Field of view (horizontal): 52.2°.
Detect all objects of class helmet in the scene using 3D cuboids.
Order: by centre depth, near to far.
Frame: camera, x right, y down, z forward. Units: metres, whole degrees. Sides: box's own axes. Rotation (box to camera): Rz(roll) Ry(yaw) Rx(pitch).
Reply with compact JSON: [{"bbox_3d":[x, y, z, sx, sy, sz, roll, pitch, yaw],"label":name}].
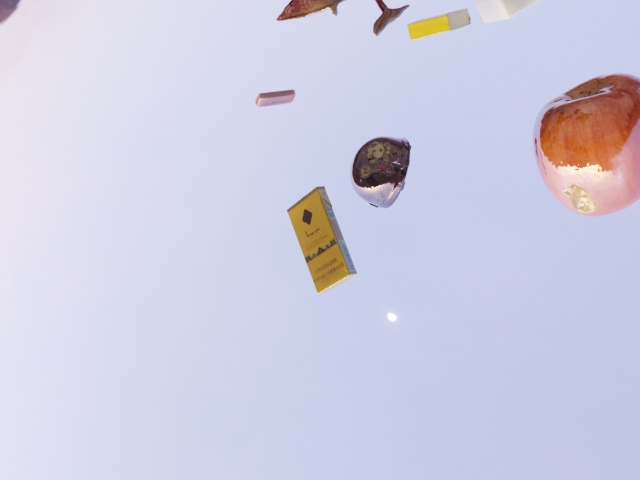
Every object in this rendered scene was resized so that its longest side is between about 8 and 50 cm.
[{"bbox_3d":[0.174,-0.227,2.088,0.279,0.161,0.230,152,-49,-68],"label":"helmet"}]

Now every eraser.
[{"bbox_3d":[0.291,-0.532,1.604,0.097,0.045,0.122,-28,-160,-38],"label":"eraser"}]

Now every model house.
[{"bbox_3d":[0.288,-0.382,0.907,0.149,0.100,0.127,-26,-165,5],"label":"model house"}]

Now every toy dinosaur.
[{"bbox_3d":[0.101,-0.482,1.282,0.327,0.206,0.113,-42,170,-27],"label":"toy dinosaur"}]

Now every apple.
[{"bbox_3d":[0.509,-0.162,1.174,0.242,0.241,0.242,-26,-163,9],"label":"apple"}]

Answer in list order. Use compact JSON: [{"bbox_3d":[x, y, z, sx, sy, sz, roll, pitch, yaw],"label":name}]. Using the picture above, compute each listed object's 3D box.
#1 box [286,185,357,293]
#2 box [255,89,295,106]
[{"bbox_3d":[0.000,0.001,1.889,0.153,0.041,0.278,-35,-110,44],"label":"box"},{"bbox_3d":[-0.128,-0.405,1.859,0.048,0.115,0.025,-40,-114,62],"label":"box"}]
